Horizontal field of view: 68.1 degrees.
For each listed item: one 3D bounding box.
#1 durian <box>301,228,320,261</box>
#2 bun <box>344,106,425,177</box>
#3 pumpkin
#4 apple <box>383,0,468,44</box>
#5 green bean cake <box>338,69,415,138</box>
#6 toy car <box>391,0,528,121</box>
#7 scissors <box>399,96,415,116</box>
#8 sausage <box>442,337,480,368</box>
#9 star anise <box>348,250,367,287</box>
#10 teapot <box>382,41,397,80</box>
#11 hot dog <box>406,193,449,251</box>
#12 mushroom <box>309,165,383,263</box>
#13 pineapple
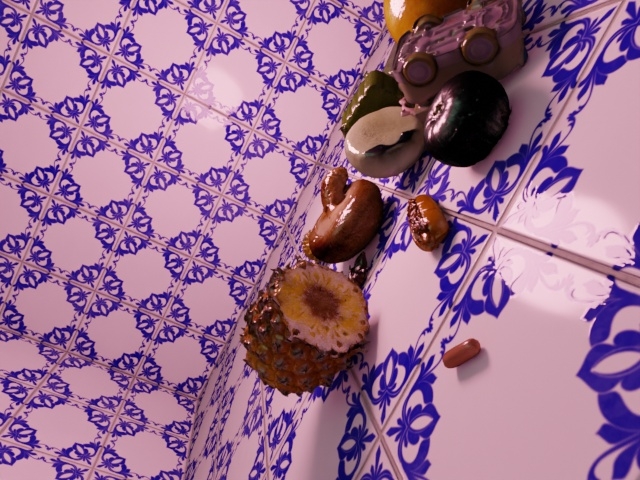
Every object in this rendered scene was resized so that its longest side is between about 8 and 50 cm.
[{"bbox_3d":[-0.012,0.002,2.056,0.249,0.137,0.183,-172,98,-82],"label":"durian"},{"bbox_3d":[0.225,-0.303,1.565,0.283,0.179,0.283,-15,45,16],"label":"bun"},{"bbox_3d":[0.346,-0.288,1.138,0.233,0.163,0.233,-61,13,24],"label":"pumpkin"},{"bbox_3d":[0.386,-0.745,1.462,0.383,0.375,0.374,-22,-5,-24],"label":"apple"},{"bbox_3d":[0.222,-0.452,1.720,0.250,0.246,0.156,-55,17,40],"label":"green bean cake"},{"bbox_3d":[0.384,-0.491,1.281,0.335,0.226,0.242,-10,47,32],"label":"toy car"},{"bbox_3d":[0.357,-0.470,1.556,0.318,0.160,0.024,-54,-29,-43],"label":"scissors"},{"bbox_3d":[0.256,0.206,0.860,0.083,0.034,0.034,-49,20,44],"label":"sausage"},{"bbox_3d":[0.100,0.134,1.538,0.213,0.053,0.157,-67,14,-3],"label":"star anise"},{"bbox_3d":[0.356,-0.698,1.832,0.270,0.200,0.337,39,-106,-78],"label":"teapot"},{"bbox_3d":[0.264,-0.054,1.209,0.102,0.076,0.249,-54,16,25],"label":"hot dog"},{"bbox_3d":[0.089,-0.064,1.652,0.345,0.238,0.345,15,-90,-85],"label":"mushroom"},{"bbox_3d":[-0.053,0.246,1.315,0.300,0.352,0.352,-48,21,39],"label":"pineapple"}]
